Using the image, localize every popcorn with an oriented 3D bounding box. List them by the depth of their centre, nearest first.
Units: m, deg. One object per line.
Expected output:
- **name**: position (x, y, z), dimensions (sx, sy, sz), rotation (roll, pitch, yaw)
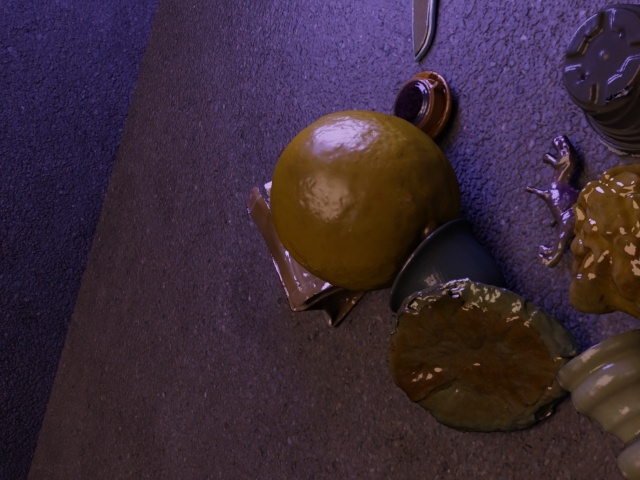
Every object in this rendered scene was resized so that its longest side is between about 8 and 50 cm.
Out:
- **popcorn**: position (0.410, 0.021, 1.043), dimensions (0.203, 0.200, 0.226), rotation (-32, 94, 23)

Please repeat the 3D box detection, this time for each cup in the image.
- **cup**: position (0.233, 0.085, 1.324), dimensions (0.150, 0.199, 0.199), rotation (41, 117, 26)

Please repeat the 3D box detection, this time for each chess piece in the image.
- **chess piece**: position (0.429, 0.258, 1.041), dimensions (0.144, 0.144, 0.251), rotation (-48, 54, 37)

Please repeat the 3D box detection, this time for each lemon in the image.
- **lemon**: position (0.079, -0.069, 1.423), dimensions (0.348, 0.348, 0.348), rotation (-16, 70, 52)

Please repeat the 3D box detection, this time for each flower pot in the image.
- **flower pot**: position (0.434, -0.241, 1.127), dimensions (0.235, 0.140, 0.236), rotation (-12, 75, 53)

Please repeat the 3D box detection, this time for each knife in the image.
- **knife**: position (0.211, -0.523, 1.590), dimensions (0.061, 0.027, 0.343), rotation (2, 87, 51)

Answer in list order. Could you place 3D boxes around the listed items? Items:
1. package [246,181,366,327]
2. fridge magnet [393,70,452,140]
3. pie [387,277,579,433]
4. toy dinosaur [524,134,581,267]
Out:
- **package**: position (-0.029, -0.001, 1.690), dimensions (0.221, 0.165, 0.311), rotation (-53, 45, 33)
- **fridge magnet**: position (0.191, -0.252, 1.528), dimensions (0.143, 0.063, 0.143), rotation (-13, 72, 49)
- **pie**: position (0.239, 0.182, 1.245), dimensions (0.306, 0.071, 0.306), rotation (10, 119, 18)
- **toy dinosaur**: position (0.398, -0.045, 1.196), dimensions (0.200, 0.072, 0.251), rotation (-61, 31, 13)
